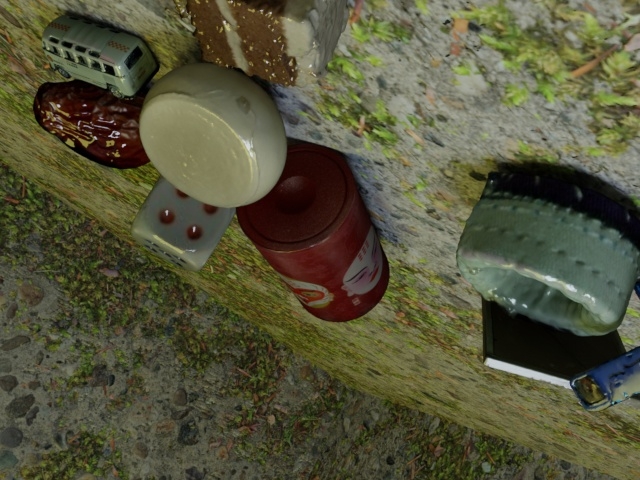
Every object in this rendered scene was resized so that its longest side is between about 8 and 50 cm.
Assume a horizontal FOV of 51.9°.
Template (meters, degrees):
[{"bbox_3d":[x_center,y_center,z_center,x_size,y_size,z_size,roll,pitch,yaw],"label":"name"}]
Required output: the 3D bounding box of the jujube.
[{"bbox_3d":[-0.392,-0.215,1.175,0.237,0.168,0.168,9,180,-45],"label":"jujube"}]

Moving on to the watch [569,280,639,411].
[{"bbox_3d":[0.463,0.079,0.801,0.068,0.276,0.274,49,138,8],"label":"watch"}]

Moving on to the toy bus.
[{"bbox_3d":[-0.366,-0.304,1.069,0.194,0.087,0.089,22,155,18],"label":"toy bus"}]

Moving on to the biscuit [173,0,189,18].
[{"bbox_3d":[-0.154,-0.303,0.684,0.026,0.131,0.237,-11,152,10],"label":"biscuit"}]

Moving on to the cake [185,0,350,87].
[{"bbox_3d":[-0.049,-0.250,0.676,0.147,0.134,0.135,15,161,10],"label":"cake"}]

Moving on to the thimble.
[{"bbox_3d":[0.298,0.017,0.875,0.237,0.150,0.237,26,165,7],"label":"thimble"}]

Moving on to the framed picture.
[{"bbox_3d":[0.344,0.131,0.980,0.213,0.016,0.289,15,-155,5],"label":"framed picture"}]

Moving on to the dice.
[{"bbox_3d":[-0.317,-0.050,1.535,0.192,0.193,0.194,29,162,-9],"label":"dice"}]

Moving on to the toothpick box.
[{"bbox_3d":[0.000,0.000,1.188,0.204,0.204,0.333,20,162,24],"label":"toothpick box"}]

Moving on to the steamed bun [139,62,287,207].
[{"bbox_3d":[-0.152,-0.169,1.006,0.232,0.145,0.231,17,138,16],"label":"steamed bun"}]
